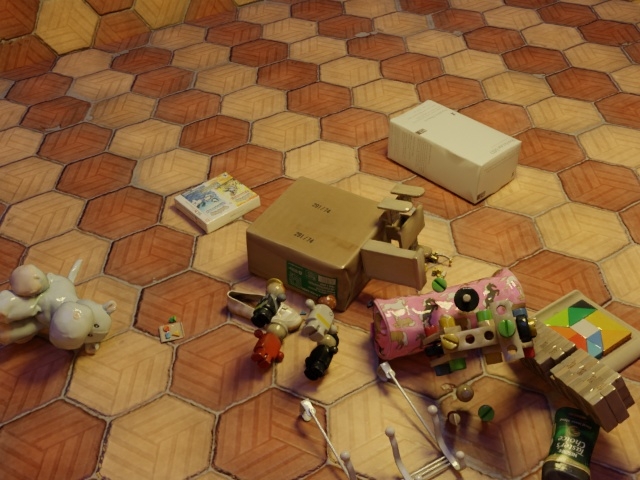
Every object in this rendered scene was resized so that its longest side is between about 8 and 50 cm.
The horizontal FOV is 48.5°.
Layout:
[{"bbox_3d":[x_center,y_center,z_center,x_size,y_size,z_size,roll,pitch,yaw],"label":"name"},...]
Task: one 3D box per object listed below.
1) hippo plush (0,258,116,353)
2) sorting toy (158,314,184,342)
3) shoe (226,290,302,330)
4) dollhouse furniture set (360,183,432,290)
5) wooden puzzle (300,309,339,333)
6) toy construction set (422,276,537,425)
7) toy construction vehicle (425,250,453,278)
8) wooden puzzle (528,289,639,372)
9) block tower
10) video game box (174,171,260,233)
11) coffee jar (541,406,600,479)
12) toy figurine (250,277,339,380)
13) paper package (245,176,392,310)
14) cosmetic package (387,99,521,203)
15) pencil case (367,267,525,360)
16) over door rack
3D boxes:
[{"bbox_3d":[-0.662,0.206,1.801,0.237,0.234,0.294,33,7,13],"label":"hippo plush"},{"bbox_3d":[-0.392,0.229,1.857,0.062,0.012,0.083,-14,42,-11],"label":"sorting toy"},{"bbox_3d":[-0.152,0.181,1.861,0.219,0.058,0.076,14,43,19],"label":"shoe"},{"bbox_3d":[0.238,0.004,1.881,0.161,0.212,0.242,12,42,31],"label":"dollhouse furniture set"},{"bbox_3d":[-0.002,0.205,1.827,0.116,0.014,0.078,18,13,9],"label":"wooden puzzle"},{"bbox_3d":[0.335,0.246,1.514,0.258,0.237,0.308,13,83,10],"label":"toy construction set"},{"bbox_3d":[0.312,0.063,1.988,0.098,0.035,0.086,18,45,23],"label":"toy construction vehicle"},{"bbox_3d":[0.659,0.230,1.763,0.221,0.044,0.239,-25,45,-24],"label":"wooden puzzle"},{"bbox_3d":[0.547,0.286,1.573,0.091,0.097,0.335,-35,24,-4],"label":"block tower"},{"bbox_3d":[-0.327,-0.122,2.241,0.205,0.048,0.187,-32,50,-29],"label":"video game box"},{"bbox_3d":[0.525,0.445,1.491,0.096,0.079,0.184,14,44,19],"label":"coffee jar"},{"bbox_3d":[-0.058,0.210,1.708,0.213,0.209,0.148,10,36,14],"label":"toy figurine"},{"bbox_3d":[0.000,0.000,1.983,0.325,0.168,0.309,21,47,25],"label":"paper package"},{"bbox_3d":[0.427,-0.295,2.309,0.217,0.156,0.385,-32,47,-32],"label":"cosmetic package"},{"bbox_3d":[0.314,0.181,1.756,0.386,0.160,0.167,-13,47,-10],"label":"pencil case"},{"bbox_3d":[0.125,0.409,1.540,0.240,0.108,0.324,-21,43,-21],"label":"over door rack"}]
